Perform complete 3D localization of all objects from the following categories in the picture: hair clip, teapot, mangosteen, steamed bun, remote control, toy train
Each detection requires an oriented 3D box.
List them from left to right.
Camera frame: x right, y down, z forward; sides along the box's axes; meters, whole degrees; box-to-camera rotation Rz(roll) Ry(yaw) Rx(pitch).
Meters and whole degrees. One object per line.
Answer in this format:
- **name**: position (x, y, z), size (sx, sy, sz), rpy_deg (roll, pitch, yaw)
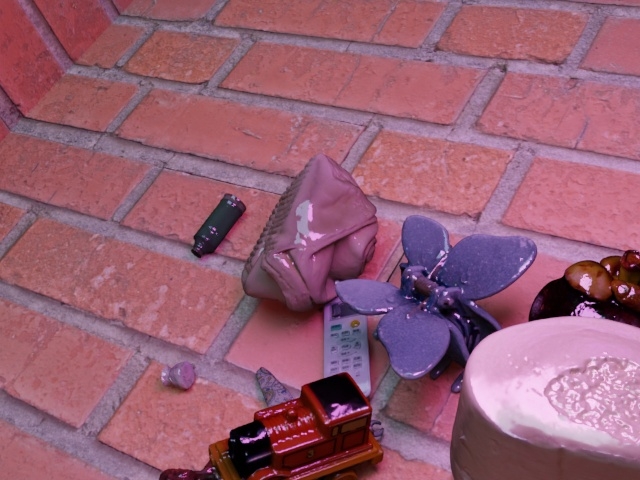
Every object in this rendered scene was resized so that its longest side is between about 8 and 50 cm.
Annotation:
- **teapot**: position (-0.333, 0.315, 2.075), size (0.064, 0.064, 0.083), rpy_deg (-8, 16, 25)
- **hair clip**: position (-0.094, 0.357, 1.951), size (0.066, 0.036, 0.229), rpy_deg (-26, 46, -10)
- **toy train**: position (-0.031, 0.397, 1.736), size (0.369, 0.231, 0.163), rpy_deg (-14, 41, -24)
- **steamed bun**: position (0.000, 0.000, 2.057), size (0.255, 0.342, 0.367), rpy_deg (26, 77, -12)
- **remote control**: position (0.061, 0.240, 1.983), size (0.103, 0.051, 0.293), rpy_deg (-12, 44, 11)
- **hair clip**: position (0.238, 0.149, 1.860), size (0.392, 0.238, 0.318), rpy_deg (-44, 48, -18)
- **steamed bun**: position (0.465, 0.326, 1.524), size (0.456, 0.371, 0.290), rpy_deg (12, 51, 14)
- **mangosteen**: position (0.543, 0.155, 1.695), size (0.288, 0.287, 0.233), rpy_deg (15, 50, 32)

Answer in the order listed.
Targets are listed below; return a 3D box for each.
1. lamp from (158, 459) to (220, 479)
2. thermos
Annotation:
- **lamp**: position (-0.214, 0.535, 1.762), size (0.151, 0.215, 0.223), rpy_deg (-26, 73, 43)
- **thermos**: position (-0.282, -0.036, 2.344), size (0.083, 0.073, 0.187), rpy_deg (18, 60, 32)
